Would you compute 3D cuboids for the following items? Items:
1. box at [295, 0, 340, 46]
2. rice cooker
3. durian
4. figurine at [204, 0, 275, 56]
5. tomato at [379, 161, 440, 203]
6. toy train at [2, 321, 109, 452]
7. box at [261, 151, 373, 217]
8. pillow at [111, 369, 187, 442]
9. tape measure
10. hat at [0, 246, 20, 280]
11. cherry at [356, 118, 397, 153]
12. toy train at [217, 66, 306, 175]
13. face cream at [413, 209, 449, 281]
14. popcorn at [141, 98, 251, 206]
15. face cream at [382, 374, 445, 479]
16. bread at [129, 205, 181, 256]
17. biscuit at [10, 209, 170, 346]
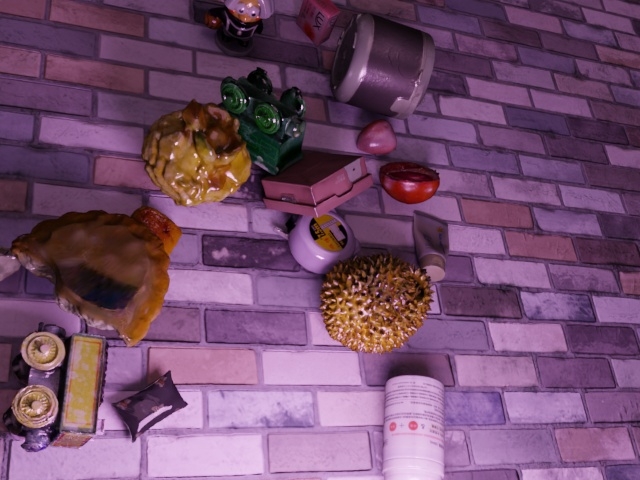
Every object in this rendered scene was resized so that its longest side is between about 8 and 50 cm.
[{"bbox_3d":[-0.009,-0.686,2.231,0.060,0.156,0.111,-39,81,-23],"label":"box"},{"bbox_3d":[0.188,-0.513,2.144,0.276,0.288,0.288,12,58,-18],"label":"rice cooker"},{"bbox_3d":[0.145,0.150,1.777,0.292,0.258,0.258,1,61,-36],"label":"durian"},{"bbox_3d":[-0.230,-0.649,2.058,0.176,0.236,0.133,10,60,-20],"label":"figurine"},{"bbox_3d":[0.252,-0.158,2.083,0.173,0.099,0.189,1,21,-7],"label":"tomato"},{"bbox_3d":[-0.528,0.295,1.456,0.177,0.134,0.261,12,58,-27],"label":"toy train"},{"bbox_3d":[-0.014,-0.152,1.888,0.215,0.215,0.086,-32,119,-34],"label":"box"},{"bbox_3d":[-0.359,0.352,1.545,0.150,0.048,0.090,-28,74,-36],"label":"pillow"},{"bbox_3d":[-0.004,-0.001,1.876,0.178,0.105,0.196,-23,74,-40],"label":"tape measure"},{"bbox_3d":[-0.711,0.048,1.516,0.166,0.122,0.081,14,78,-59],"label":"hat"},{"bbox_3d":[0.172,-0.300,2.128,0.106,0.087,0.126,46,52,11],"label":"cherry"},{"bbox_3d":[-0.154,-0.320,1.892,0.266,0.202,0.145,33,44,19],"label":"toy train"},{"bbox_3d":[0.312,0.008,2.037,0.114,0.070,0.224,20,47,-13],"label":"face cream"},{"bbox_3d":[-0.302,-0.211,1.780,0.257,0.270,0.224,-28,45,-3],"label":"popcorn"},{"bbox_3d":[0.210,0.506,1.653,0.145,0.145,0.370,16,59,-15],"label":"face cream"},{"bbox_3d":[-0.425,0.045,1.676,0.139,0.077,0.271,32,52,-7],"label":"bread"},{"bbox_3d":[-0.484,0.061,1.537,0.335,0.078,0.329,11,49,-19],"label":"biscuit"}]
